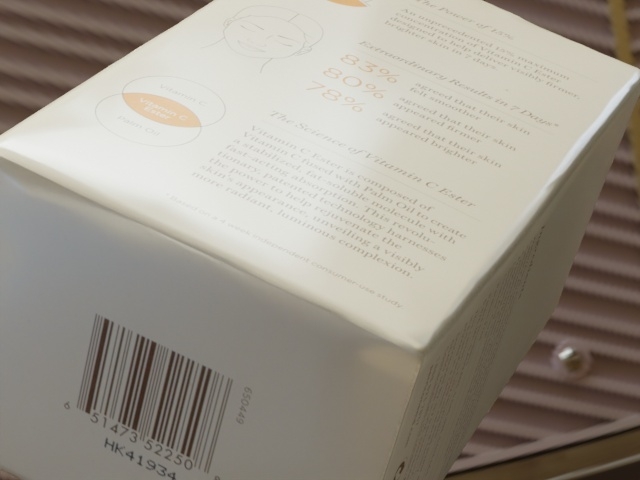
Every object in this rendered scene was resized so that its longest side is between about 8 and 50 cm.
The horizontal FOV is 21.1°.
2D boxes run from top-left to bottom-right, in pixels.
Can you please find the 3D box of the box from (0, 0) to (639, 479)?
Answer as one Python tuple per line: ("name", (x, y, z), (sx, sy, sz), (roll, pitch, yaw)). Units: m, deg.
("box", (0.000, 0.000, 0.873), (0.215, 0.168, 0.345), (25, -147, 14))
